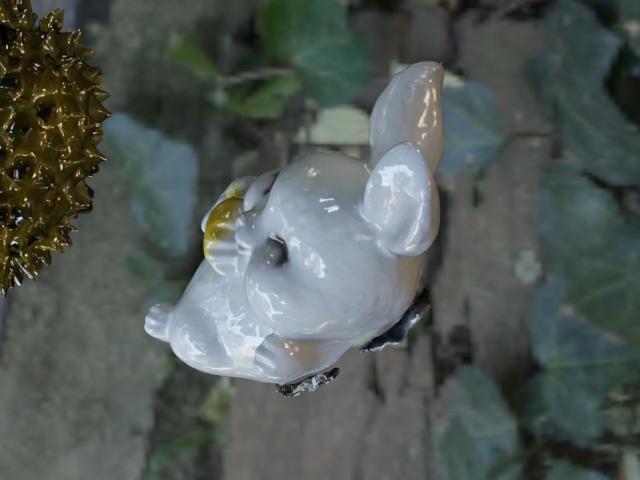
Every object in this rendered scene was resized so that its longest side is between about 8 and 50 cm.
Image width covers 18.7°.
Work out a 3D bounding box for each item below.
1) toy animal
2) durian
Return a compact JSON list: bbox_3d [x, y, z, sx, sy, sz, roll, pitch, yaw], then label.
[{"bbox_3d":[-0.003,0.006,1.503,0.325,0.154,0.208,-41,23,30],"label":"toy animal"},{"bbox_3d":[-0.274,-0.055,1.298,0.258,0.293,0.258,19,139,17],"label":"durian"}]
